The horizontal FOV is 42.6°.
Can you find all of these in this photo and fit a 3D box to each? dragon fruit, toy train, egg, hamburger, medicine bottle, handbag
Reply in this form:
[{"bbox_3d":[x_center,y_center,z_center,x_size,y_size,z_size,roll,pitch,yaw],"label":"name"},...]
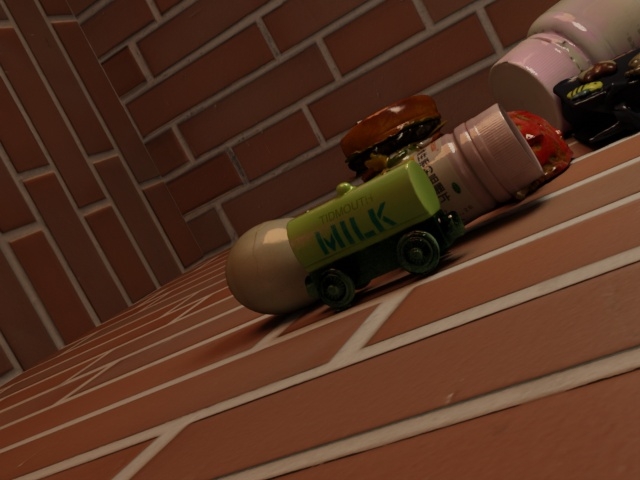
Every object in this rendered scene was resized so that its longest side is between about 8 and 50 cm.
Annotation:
[{"bbox_3d":[0.295,-0.133,1.341,0.262,0.134,0.211,-26,15,1],"label":"dragon fruit"},{"bbox_3d":[0.065,-0.010,1.137,0.253,0.157,0.105,-26,4,30],"label":"toy train"},{"bbox_3d":[-0.055,0.039,1.306,0.209,0.151,0.151,-20,8,28],"label":"egg"},{"bbox_3d":[0.197,-0.205,1.980,0.291,0.225,0.291,-25,-2,-1],"label":"hamburger"},{"bbox_3d":[0.548,-0.381,1.762,0.325,0.256,0.256,-39,8,-13],"label":"medicine bottle"},{"bbox_3d":[0.188,-0.081,1.208,0.250,0.133,0.133,-32,4,20],"label":"medicine bottle"},{"bbox_3d":[0.580,-0.287,1.451,0.303,0.121,0.329,-26,7,15],"label":"handbag"}]
